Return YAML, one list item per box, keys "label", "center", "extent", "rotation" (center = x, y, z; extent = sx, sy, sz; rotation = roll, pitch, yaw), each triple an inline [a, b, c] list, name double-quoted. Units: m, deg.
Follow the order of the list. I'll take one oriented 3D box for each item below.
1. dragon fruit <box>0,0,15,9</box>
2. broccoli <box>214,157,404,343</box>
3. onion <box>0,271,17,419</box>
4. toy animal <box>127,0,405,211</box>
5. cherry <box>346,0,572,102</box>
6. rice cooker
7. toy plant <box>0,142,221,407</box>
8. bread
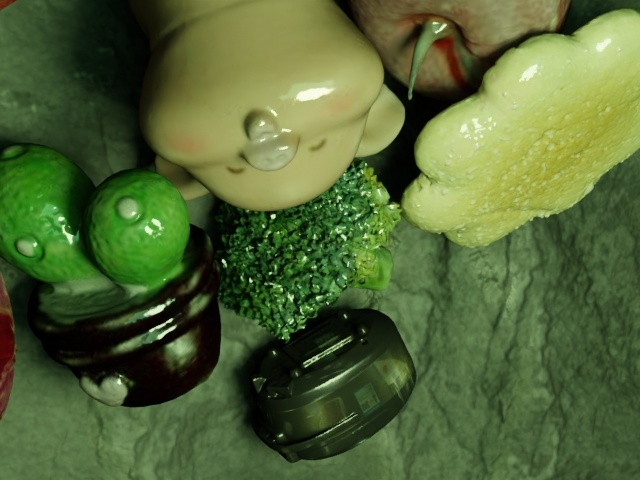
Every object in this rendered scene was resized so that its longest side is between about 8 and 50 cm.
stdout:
- label: "dragon fruit"
  center: [-0.320, -0.305, 1.318]
  extent: [0.200, 0.198, 0.269]
  rotation: [-10, 92, 0]
- label: "broccoli"
  center: [0.000, 0.000, 1.514]
  extent: [0.194, 0.194, 0.219]
  rotation: [9, 69, -23]
- label: "onion"
  center: [-0.334, 0.086, 1.352]
  extent: [0.201, 0.200, 0.207]
  rotation: [27, 79, -23]
- label: "toy animal"
  center: [-0.071, -0.177, 1.378]
  extent: [0.237, 0.326, 0.269]
  rotation: [-18, 132, 1]
- label: "cherry"
  center: [0.129, -0.245, 1.482]
  extent: [0.213, 0.236, 0.285]
  rotation: [25, 67, 8]
- label: "rice cooker"
  center: [0.009, 0.135, 1.528]
  extent: [0.165, 0.112, 0.106]
  rotation: [-27, 117, -18]
- label: "toy plant"
  center: [-0.187, 0.021, 1.402]
  extent: [0.175, 0.218, 0.235]
  rotation: [-46, 126, -41]
- label: "bread"
  center: [0.214, -0.099, 1.521]
  extent: [0.316, 0.316, 0.054]
  rotation: [-24, 63, -19]
